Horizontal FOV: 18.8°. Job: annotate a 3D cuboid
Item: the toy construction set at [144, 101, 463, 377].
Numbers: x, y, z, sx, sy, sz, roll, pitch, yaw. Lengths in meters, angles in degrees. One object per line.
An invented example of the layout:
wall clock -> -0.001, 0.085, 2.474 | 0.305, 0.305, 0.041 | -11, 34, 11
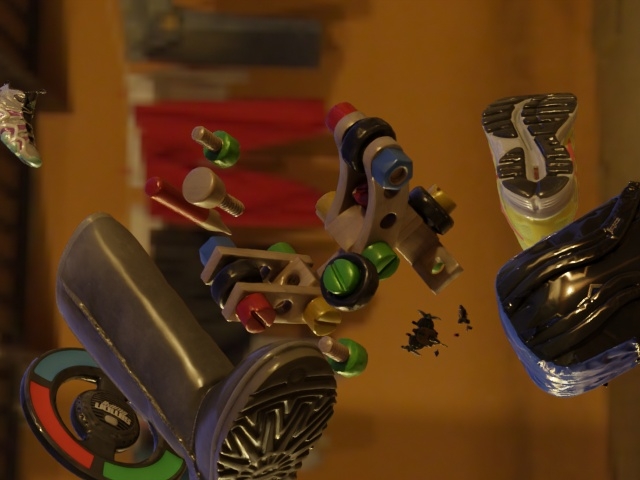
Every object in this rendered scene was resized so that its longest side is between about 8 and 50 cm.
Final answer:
toy construction set -> 0.000, 0.000, 2.019 | 0.237, 0.309, 0.257 | 32, -101, -53

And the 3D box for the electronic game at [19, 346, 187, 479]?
electronic game -> -0.261, 0.218, 2.347 | 0.048, 0.229, 0.229 | -52, 14, 29

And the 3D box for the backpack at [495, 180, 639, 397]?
backpack -> 0.174, 0.044, 1.201 | 0.098, 0.120, 0.101 | 59, 173, 31

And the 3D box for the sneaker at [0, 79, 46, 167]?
sneaker -> -0.302, -0.126, 1.978 | 0.069, 0.098, 0.038 | -44, -16, -4

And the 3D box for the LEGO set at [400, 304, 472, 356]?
LEGO set -> 0.122, 0.098, 2.085 | 0.023, 0.083, 0.054 | -154, 59, -72

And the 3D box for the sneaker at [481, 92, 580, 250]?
sneaker -> 0.181, -0.055, 1.628 | 0.208, 0.081, 0.094 | -76, -23, -57

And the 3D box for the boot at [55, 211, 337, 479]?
boot -> -0.081, 0.059, 1.142 | 0.208, 0.076, 0.190 | 60, 143, 32
